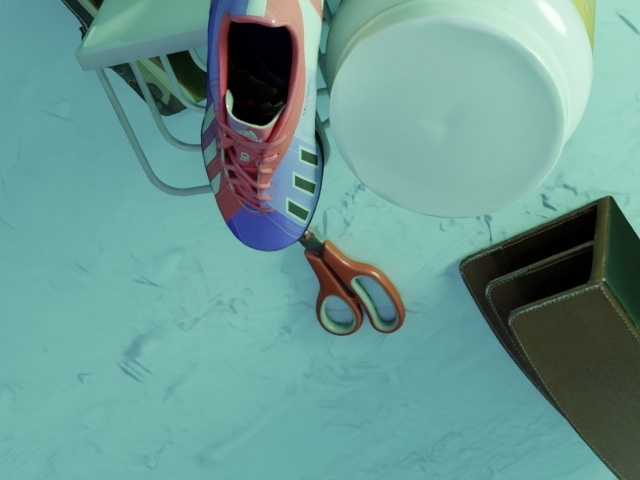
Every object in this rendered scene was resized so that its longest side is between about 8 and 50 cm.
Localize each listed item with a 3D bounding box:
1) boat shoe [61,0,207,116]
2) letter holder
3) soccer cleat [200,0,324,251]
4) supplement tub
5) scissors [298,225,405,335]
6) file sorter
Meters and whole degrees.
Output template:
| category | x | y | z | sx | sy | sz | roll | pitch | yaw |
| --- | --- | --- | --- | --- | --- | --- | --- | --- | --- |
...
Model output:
| category | x | y | z | sx | sy | sz | roll | pitch | yaw |
| --- | --- | --- | --- | --- | --- | --- | --- | --- | --- |
| boat shoe | -0.214 | -0.210 | 1.454 | 0.073 | 0.080 | 0.223 | -36 | 117 | 27 |
| letter holder | 0.297 | 0.137 | 1.556 | 0.214 | 0.152 | 0.302 | -24 | 118 | 30 |
| soccer cleat | -0.051 | -0.094 | 1.132 | 0.109 | 0.116 | 0.318 | 9 | 133 | 4 |
| supplement tub | 0.129 | -0.187 | 1.240 | 0.228 | 0.316 | 0.228 | 6 | 128 | 8 |
| scissors | 0.000 | 0.000 | 1.606 | 0.109 | 0.021 | 0.297 | -14 | 121 | 25 |
| file sorter | -0.073 | -0.199 | 1.310 | 0.193 | 0.277 | 0.173 | -8 | 128 | 19 |
